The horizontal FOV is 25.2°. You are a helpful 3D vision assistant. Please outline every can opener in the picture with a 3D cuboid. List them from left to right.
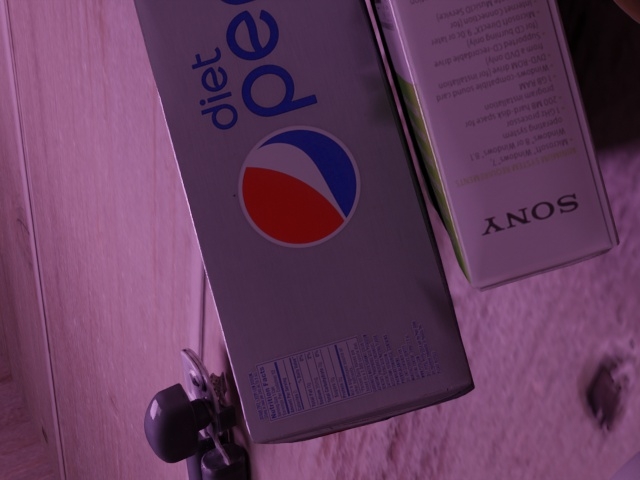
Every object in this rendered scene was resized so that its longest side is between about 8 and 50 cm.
[{"bbox_3d":[-0.118,0.215,1.398,0.074,0.093,0.280,52,158,41],"label":"can opener"}]

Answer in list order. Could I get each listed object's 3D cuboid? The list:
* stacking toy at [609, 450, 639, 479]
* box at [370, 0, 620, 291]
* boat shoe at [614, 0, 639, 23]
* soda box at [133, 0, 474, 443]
[{"bbox_3d":[0.189,0.262,0.412,0.350,0.351,0.480,95,168,-50],"label":"stacking toy"},{"bbox_3d":[0.031,-0.158,0.552,0.232,0.058,0.322,-88,-17,-80],"label":"box"},{"bbox_3d":[0.089,-0.207,0.420,0.302,0.109,0.098,70,-160,-2],"label":"boat shoe"},{"bbox_3d":[-0.016,-0.062,0.606,0.098,0.091,0.286,44,-150,-80],"label":"soda box"}]
